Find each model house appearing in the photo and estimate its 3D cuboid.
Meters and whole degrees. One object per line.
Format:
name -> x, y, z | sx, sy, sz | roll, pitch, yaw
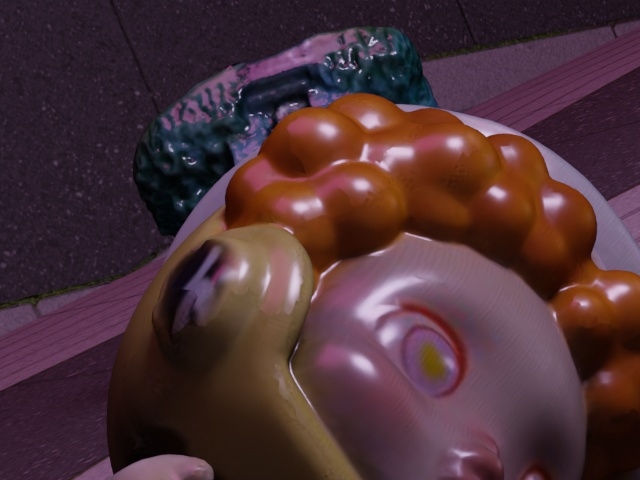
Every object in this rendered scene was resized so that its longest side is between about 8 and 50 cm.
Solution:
model house -> 0.000, 0.000, 1.458 | 0.261, 0.226, 0.241 | -24, 36, 7

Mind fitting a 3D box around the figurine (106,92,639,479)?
figurine -> -0.038, 0.096, 0.606 | 0.205, 0.224, 0.382 | -21, 6, 45
